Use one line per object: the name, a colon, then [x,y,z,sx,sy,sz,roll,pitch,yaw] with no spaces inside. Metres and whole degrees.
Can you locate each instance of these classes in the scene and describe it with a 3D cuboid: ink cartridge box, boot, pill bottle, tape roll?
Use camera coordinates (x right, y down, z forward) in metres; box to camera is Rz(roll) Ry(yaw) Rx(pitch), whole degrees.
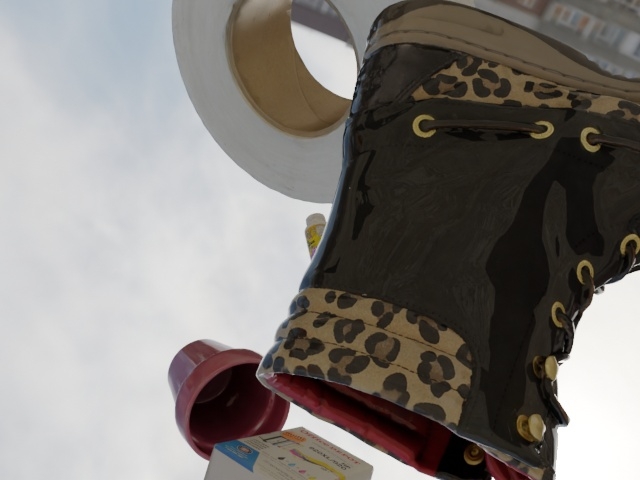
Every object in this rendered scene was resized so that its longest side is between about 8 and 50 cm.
ink cartridge box: [-0.059,0.425,1.628,0.171,0.168,0.232,23,-168,35]
boot: [0.164,0.026,0.635,0.377,0.138,0.284,24,-115,0]
pill bottle: [0.000,0.000,1.494,0.043,0.043,0.083,7,-132,-26]
tape roll: [-0.001,-0.182,0.919,0.286,0.286,0.100,35,-138,18]

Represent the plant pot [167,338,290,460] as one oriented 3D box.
plant pot: [-0.180,0.266,1.767,0.201,0.201,0.180,3,-164,-32]
